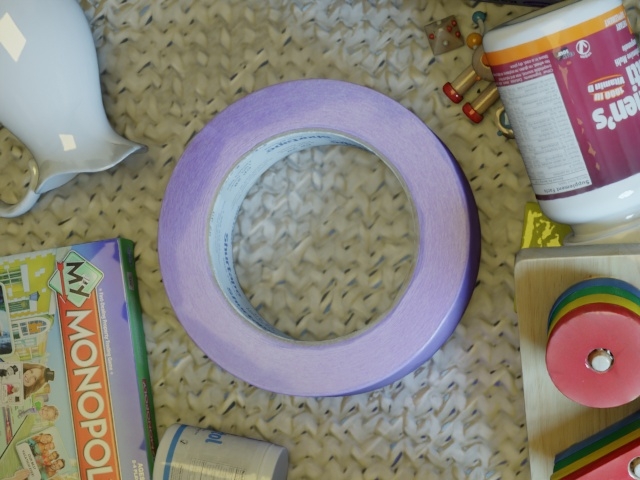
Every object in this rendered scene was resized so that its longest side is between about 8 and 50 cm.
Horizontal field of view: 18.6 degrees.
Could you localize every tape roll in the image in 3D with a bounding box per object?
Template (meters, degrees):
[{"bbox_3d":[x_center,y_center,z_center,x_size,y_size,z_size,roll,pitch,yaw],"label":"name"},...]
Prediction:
[{"bbox_3d":[0.000,0.000,1.713,0.275,0.090,0.274,-1,85,10],"label":"tape roll"}]

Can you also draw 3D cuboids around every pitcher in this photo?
[{"bbox_3d":[-0.275,-0.136,1.773,0.178,0.125,0.207,-26,92,23],"label":"pitcher"}]

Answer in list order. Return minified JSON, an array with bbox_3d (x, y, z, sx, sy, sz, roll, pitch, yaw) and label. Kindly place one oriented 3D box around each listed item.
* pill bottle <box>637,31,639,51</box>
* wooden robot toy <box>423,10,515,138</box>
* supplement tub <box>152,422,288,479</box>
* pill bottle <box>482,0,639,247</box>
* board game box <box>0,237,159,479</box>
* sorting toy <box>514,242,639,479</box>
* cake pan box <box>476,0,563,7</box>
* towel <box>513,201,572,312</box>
[{"bbox_3d":[0.313,-0.161,1.674,0.120,0.067,0.067,-21,82,9],"label":"pill bottle"},{"bbox_3d":[0.150,-0.139,1.699,0.076,0.079,0.173,-46,78,4],"label":"wooden robot toy"},{"bbox_3d":[-0.088,0.204,1.722,0.107,0.071,0.071,10,87,11],"label":"supplement tub"},{"bbox_3d":[0.224,-0.088,1.623,0.121,0.121,0.221,-19,98,9],"label":"pill bottle"},{"bbox_3d":[-0.256,0.170,1.772,0.214,0.046,0.317,-10,83,11],"label":"board game box"},{"bbox_3d":[0.291,0.135,1.584,0.255,0.089,0.257,-3,114,11],"label":"sorting toy"},{"bbox_3d":[0.086,-0.254,1.638,0.267,0.246,0.070,7,91,11],"label":"cake pan box"},{"bbox_3d":[0.290,0.027,1.689,0.237,0.021,0.102,6,81,13],"label":"towel"}]
